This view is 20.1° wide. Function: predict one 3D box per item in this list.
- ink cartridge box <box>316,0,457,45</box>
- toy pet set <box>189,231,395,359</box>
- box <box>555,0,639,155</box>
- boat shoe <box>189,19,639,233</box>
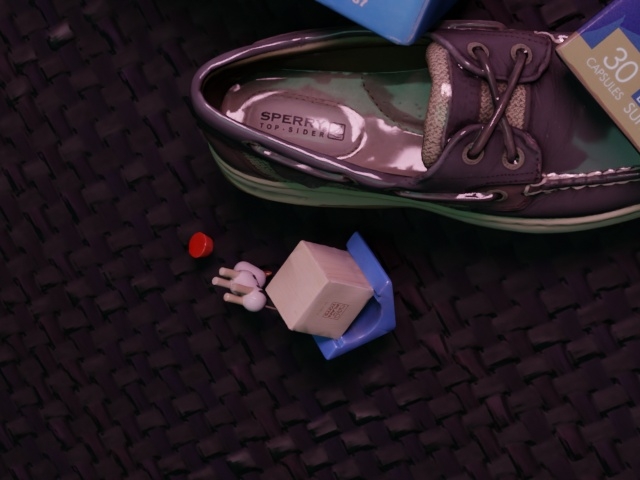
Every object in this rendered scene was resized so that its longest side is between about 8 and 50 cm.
[{"bbox_3d":[0.021,-0.285,0.842,0.223,0.129,0.307,30,125,10],"label":"ink cartridge box"},{"bbox_3d":[0.000,0.000,1.023,0.122,0.065,0.114,-53,47,24],"label":"toy pet set"},{"bbox_3d":[0.239,-0.109,0.841,0.225,0.036,0.136,-40,88,8],"label":"box"},{"bbox_3d":[0.069,-0.062,0.917,0.285,0.092,0.102,3,82,16],"label":"boat shoe"}]
